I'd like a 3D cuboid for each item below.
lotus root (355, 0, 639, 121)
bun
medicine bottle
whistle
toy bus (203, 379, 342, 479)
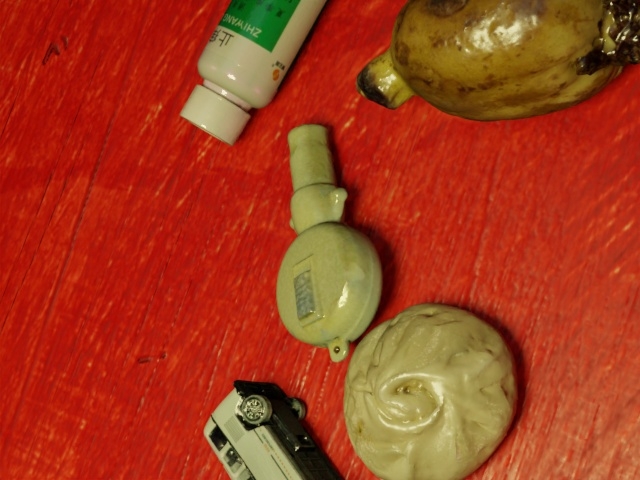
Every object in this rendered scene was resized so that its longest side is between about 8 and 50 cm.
[{"bbox_3d":[0.175,-0.194,1.267,0.314,0.169,0.141,-10,61,22],"label":"lotus root"},{"bbox_3d":[0.092,0.142,1.258,0.183,0.102,0.183,-8,71,24],"label":"bun"},{"bbox_3d":[-0.058,-0.228,1.426,0.095,0.095,0.260,28,90,28],"label":"medicine bottle"},{"bbox_3d":[0.000,0.000,1.347,0.126,0.067,0.258,-30,56,40],"label":"whistle"},{"bbox_3d":[-0.034,0.230,1.306,0.089,0.087,0.194,-46,64,16],"label":"toy bus"}]
